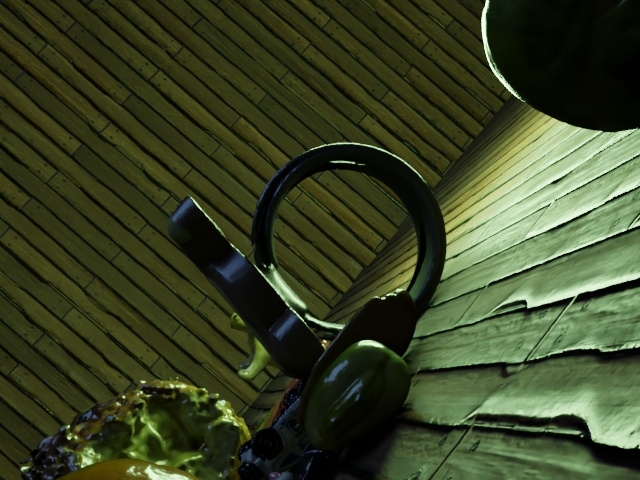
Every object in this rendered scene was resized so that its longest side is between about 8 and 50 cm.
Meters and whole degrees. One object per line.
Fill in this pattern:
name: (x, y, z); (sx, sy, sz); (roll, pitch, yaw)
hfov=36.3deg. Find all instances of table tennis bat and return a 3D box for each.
table tennis bat: (-0.101, 0.351, 1.735); (0.414, 0.051, 0.268); (-52, -1, 9)

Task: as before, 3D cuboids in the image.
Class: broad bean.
broad bean: (0.037, 0.163, 0.999); (0.124, 0.082, 0.174); (-46, -12, -21)

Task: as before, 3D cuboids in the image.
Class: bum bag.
bum bag: (-0.008, 0.241, 1.045); (0.057, 0.034, 0.124); (-63, -3, 7)

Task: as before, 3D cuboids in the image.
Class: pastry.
pastry: (-0.301, 0.392, 1.484); (0.337, 0.292, 0.405); (-51, -6, 40)

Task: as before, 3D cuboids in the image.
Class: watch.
watch: (0.000, 0.000, 1.407); (0.327, 0.335, 0.314); (-40, -1, -6)

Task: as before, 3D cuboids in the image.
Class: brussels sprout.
brussels sprout: (0.266, -0.225, 0.810); (0.210, 0.220, 0.271); (-55, -11, -56)

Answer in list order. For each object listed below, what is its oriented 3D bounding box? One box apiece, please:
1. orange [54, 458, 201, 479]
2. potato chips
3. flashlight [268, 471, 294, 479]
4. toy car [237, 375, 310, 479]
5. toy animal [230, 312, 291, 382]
orange: (-0.186, 0.304, 0.901); (0.240, 0.240, 0.171); (-50, 41, 24)
potato chips: (0.050, 0.148, 1.140); (0.201, 0.049, 0.150); (-50, -27, -10)
flashlight: (-0.073, 0.309, 1.130); (0.093, 0.047, 0.200); (-49, 0, -19)
toy car: (-0.047, 0.262, 1.312); (0.170, 0.070, 0.080); (-47, -1, -32)
toy animal: (-0.094, 0.213, 1.953); (0.168, 0.233, 0.121); (-58, -7, 6)
